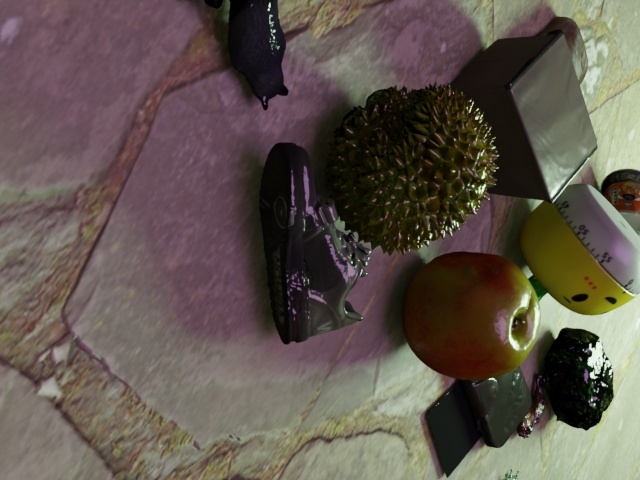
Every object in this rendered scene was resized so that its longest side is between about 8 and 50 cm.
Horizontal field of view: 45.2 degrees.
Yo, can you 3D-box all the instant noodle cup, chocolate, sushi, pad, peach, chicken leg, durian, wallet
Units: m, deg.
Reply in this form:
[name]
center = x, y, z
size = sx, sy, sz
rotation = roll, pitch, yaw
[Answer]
[instant noodle cup]
center = 0.704, -0.078, 1.772
size = 0.127, 0.127, 0.135
rotation = 59, 39, -31
[chocolate]
center = 0.483, -0.348, 1.575
size = 0.261, 0.083, 0.161
rotation = -44, 121, -31
[sushi]
center = 0.572, 0.311, 1.708
size = 0.127, 0.124, 0.224
rotation = -39, 123, -38
[pad]
center = 0.301, 0.328, 1.526
size = 0.265, 0.009, 0.159
rotation = -36, 118, -38
[peach]
center = 0.254, 0.125, 1.312
size = 0.231, 0.231, 0.230
rotation = -6, 99, -44
[chicken leg]
center = 0.460, 0.362, 1.673
size = 0.062, 0.037, 0.145
rotation = 44, 64, -21
[durian]
center = 0.135, -0.101, 1.147
size = 0.291, 0.291, 0.224
rotation = -56, 135, -25
[wallet]
center = 0.344, 0.264, 1.530
size = 0.165, 0.042, 0.309
rotation = -45, 124, -36

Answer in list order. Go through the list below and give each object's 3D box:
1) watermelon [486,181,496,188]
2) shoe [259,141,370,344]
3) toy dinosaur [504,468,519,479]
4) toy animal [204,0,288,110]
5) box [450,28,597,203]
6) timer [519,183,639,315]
[watermelon]
center = 0.231, -0.152, 1.348
size = 0.182, 0.092, 0.075
rotation = 28, 61, -42
[shoe]
center = 0.002, 0.001, 1.094
size = 0.149, 0.109, 0.292
rotation = -7, 109, -21
[toy dinosaur]
center = 0.403, 0.525, 1.641
size = 0.083, 0.021, 0.062
rotation = -56, 142, -26
[toy animal]
center = -0.073, -0.281, 1.012
size = 0.121, 0.117, 0.210
rotation = -50, 124, -37
[box]
center = 0.375, -0.228, 1.422
size = 0.188, 0.153, 0.252
rotation = -46, 124, -23
[timer]
center = 0.499, 0.047, 1.557
size = 0.285, 0.285, 0.284
rotation = -6, 99, -44
